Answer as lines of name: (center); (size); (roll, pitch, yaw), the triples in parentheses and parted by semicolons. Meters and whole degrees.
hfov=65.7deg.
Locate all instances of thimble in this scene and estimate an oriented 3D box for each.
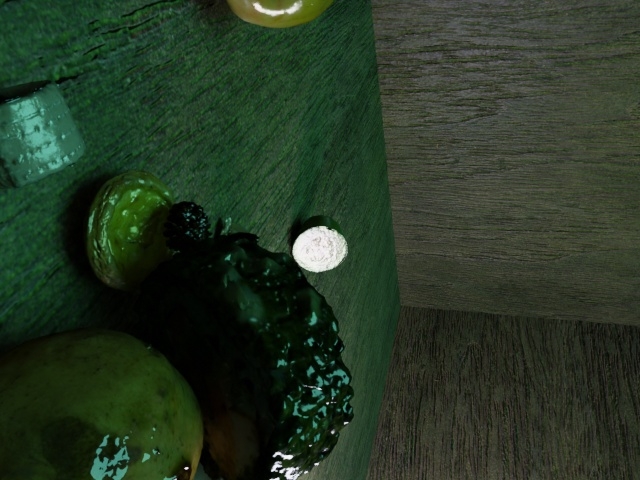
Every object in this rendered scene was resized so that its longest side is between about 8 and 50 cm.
thimble: (-0.332, -0.121, 0.550); (0.115, 0.102, 0.090); (-75, 159, -53)

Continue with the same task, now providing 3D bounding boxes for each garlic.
garlic: (-0.181, 0.010, 1.075); (0.074, 0.094, 0.113); (-49, -161, 42)

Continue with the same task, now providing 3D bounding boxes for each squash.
squash: (0.000, 0.000, 1.510); (0.123, 0.170, 0.170); (-84, 166, -52)

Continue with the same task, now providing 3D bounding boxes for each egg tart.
egg tart: (-0.289, -0.016, 0.742); (0.191, 0.074, 0.191); (3, 90, -71)

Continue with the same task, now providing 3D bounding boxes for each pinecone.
pinecone: (-0.206, -0.020, 0.766); (0.077, 0.077, 0.083); (62, 5, -57)

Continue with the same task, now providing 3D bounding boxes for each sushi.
sushi: (-0.113, 0.163, 0.708); (0.178, 0.352, 0.294); (-17, 143, -48)

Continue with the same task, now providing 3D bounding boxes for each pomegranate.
pomegranate: (-0.268, 0.241, 0.548); (0.281, 0.281, 0.281); (3, 90, -72)

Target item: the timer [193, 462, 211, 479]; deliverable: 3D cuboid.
timer: (-0.196, 0.366, 0.798); (0.233, 0.240, 0.233); (35, 28, -21)

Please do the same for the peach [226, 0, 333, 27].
peach: (-0.071, -0.578, 0.965); (0.281, 0.314, 0.316); (41, 22, -29)
